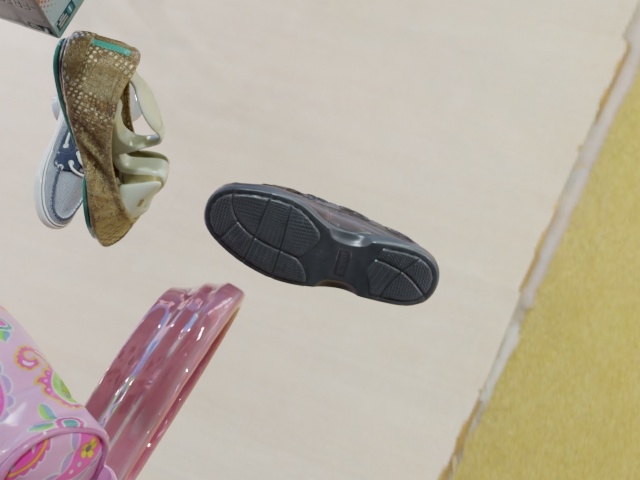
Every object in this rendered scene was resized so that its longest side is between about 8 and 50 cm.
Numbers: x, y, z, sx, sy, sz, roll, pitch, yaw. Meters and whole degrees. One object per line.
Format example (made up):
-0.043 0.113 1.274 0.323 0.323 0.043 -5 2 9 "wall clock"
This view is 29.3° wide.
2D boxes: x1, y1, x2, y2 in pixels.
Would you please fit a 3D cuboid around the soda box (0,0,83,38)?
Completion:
-0.158 -0.226 0.799 0.058 0.063 0.183 21 70 18 "soda box"

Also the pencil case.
-0.288 0.122 1.042 0.124 0.124 0.284 -36 53 -17 "pencil case"

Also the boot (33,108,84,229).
-0.293 -0.107 1.516 0.086 0.069 0.190 -2 73 42 "boot"

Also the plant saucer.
-0.204 0.179 1.398 0.084 0.332 0.332 32 62 1 "plant saucer"

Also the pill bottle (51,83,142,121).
-0.350 -0.216 1.914 0.152 0.086 0.086 -5 47 43 "pill bottle"

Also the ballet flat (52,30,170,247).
-0.148 -0.065 0.910 0.067 0.206 0.073 5 52 6 "ballet flat"

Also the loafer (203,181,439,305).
0.000 0.000 1.526 0.302 0.109 0.095 19 20 -8 "loafer"
